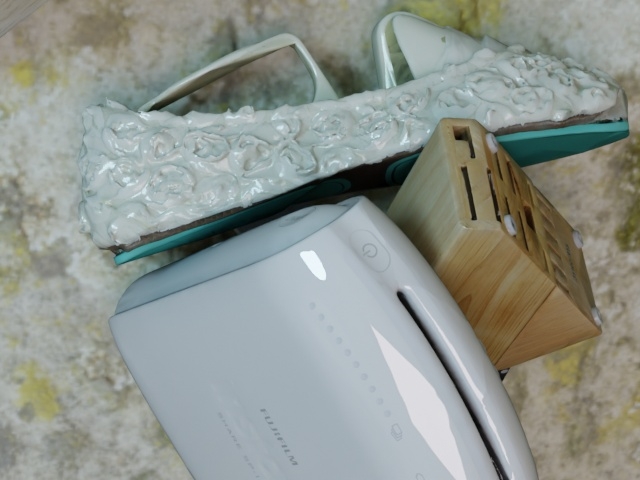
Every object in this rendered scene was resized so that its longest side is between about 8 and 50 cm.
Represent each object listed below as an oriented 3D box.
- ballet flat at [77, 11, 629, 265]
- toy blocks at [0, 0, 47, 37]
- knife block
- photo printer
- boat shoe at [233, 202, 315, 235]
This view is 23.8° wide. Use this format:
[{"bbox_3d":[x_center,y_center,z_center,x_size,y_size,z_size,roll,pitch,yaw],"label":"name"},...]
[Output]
[{"bbox_3d":[0.020,-0.091,1.075,0.408,0.147,0.147,-14,117,-6],"label":"ballet flat"},{"bbox_3d":[-0.292,-0.242,0.928,0.261,0.191,0.381,-34,117,19],"label":"toy blocks"},{"bbox_3d":[0.064,0.046,1.096,0.242,0.088,0.275,-22,147,21],"label":"knife block"},{"bbox_3d":[0.002,0.108,1.039,0.107,0.307,0.256,-35,98,-33],"label":"photo printer"},{"bbox_3d":[0.000,0.000,1.155,0.142,0.049,0.040,12,157,-5],"label":"boat shoe"}]
